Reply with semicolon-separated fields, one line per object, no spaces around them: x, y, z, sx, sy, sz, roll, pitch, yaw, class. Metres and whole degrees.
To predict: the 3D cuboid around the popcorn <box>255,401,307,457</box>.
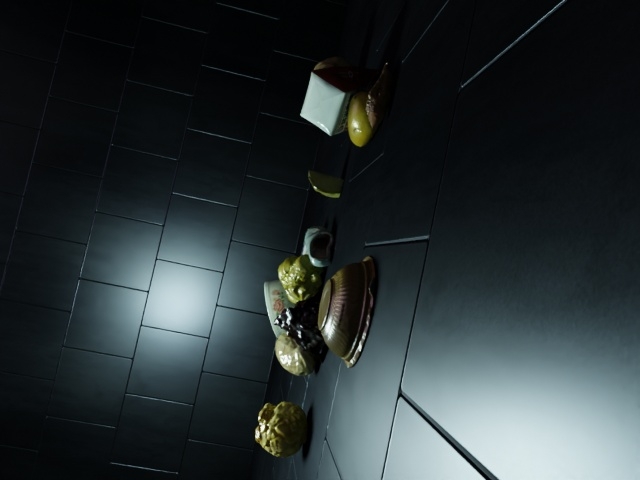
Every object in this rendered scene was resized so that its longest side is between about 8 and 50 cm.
-0.120;0.591;1.556;0.170;0.180;0.180;-24;46;40;popcorn

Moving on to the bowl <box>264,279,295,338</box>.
-0.156;0.303;2.265;0.277;0.145;0.277;-15;-90;-86;bowl

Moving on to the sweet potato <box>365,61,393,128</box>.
0.167;-0.408;1.374;0.060;0.068;0.205;-16;54;62;sweet potato

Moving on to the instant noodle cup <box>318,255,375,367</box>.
0.051;0.163;1.184;0.274;0.091;0.273;-168;90;-83;instant noodle cup

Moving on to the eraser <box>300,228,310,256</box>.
-0.050;0.090;2.217;0.124;0.081;0.278;-131;54;-82;eraser

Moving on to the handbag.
0.092;-0.470;1.611;0.298;0.151;0.171;-30;-30;-43;handbag

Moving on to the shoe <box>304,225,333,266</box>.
0.000;0.000;1.895;0.251;0.103;0.100;-97;19;-55;shoe

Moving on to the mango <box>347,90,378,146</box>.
0.127;-0.361;1.488;0.195;0.098;0.137;103;172;-55;mango

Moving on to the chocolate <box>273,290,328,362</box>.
-0.055;0.247;1.562;0.206;0.177;0.224;-86;12;-51;chocolate

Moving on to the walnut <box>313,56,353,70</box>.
0.061;-0.671;2.154;0.261;0.225;0.224;86;-168;-66;walnut

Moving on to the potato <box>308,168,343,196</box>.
0.010;-0.214;1.999;0.120;0.149;0.081;117;170;-74;potato

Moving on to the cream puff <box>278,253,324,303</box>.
-0.077;0.159;1.961;0.221;0.195;0.194;104;175;-58;cream puff

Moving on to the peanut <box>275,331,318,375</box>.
-0.085;0.393;1.732;0.325;0.140;0.153;-173;67;-79;peanut
